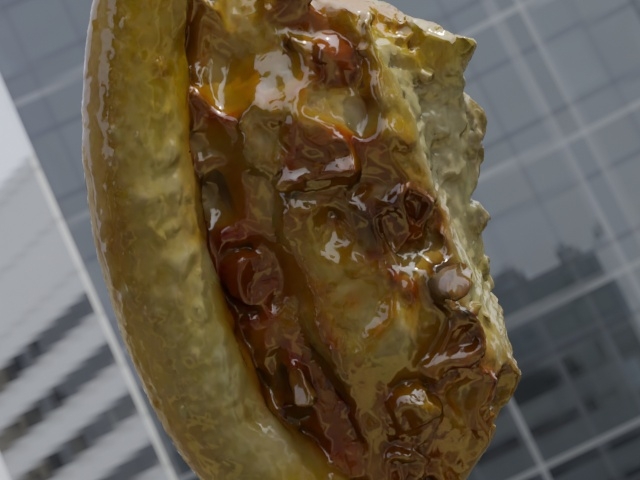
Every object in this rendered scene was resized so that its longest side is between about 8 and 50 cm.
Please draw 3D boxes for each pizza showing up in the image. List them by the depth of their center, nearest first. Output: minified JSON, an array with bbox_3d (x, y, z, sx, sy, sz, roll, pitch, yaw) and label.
[{"bbox_3d":[-0.005,0.005,0.651,0.134,0.271,0.056,-9,7,-2],"label":"pizza"}]
